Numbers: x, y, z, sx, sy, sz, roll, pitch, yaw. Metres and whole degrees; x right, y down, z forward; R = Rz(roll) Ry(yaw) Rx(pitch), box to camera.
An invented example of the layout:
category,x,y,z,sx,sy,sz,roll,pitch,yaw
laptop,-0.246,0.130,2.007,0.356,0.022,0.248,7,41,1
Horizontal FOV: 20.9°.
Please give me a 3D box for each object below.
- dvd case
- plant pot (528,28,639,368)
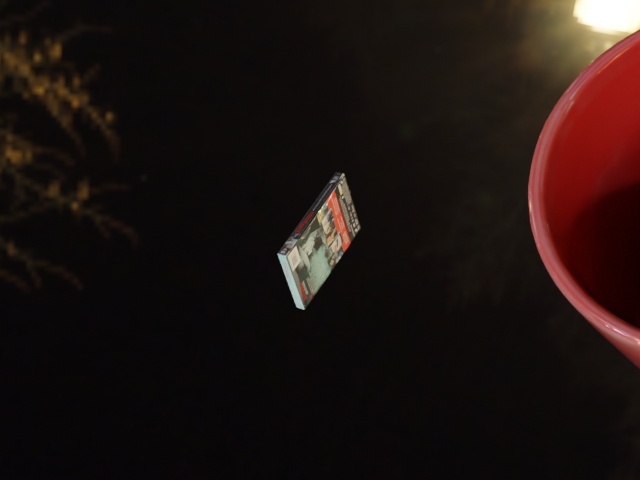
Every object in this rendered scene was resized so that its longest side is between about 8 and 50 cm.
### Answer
category,x,y,z,sx,sy,sz,roll,pitch,yaw
dvd case,0.000,0.000,1.776,0.013,0.087,0.119,16,-124,28
plant pot,0.308,0.006,1.233,0.275,0.243,0.275,-9,-119,16
